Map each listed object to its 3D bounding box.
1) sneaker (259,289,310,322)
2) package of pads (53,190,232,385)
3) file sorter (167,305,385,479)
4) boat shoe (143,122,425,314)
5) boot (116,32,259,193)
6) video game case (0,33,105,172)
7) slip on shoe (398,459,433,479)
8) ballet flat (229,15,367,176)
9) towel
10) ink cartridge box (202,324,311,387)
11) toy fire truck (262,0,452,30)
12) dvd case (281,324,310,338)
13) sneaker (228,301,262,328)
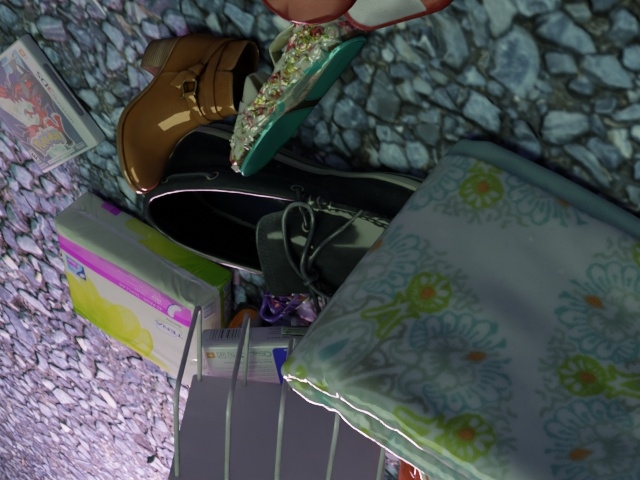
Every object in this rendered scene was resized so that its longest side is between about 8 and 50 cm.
[{"bbox_3d":[-0.038,0.065,1.359,0.068,0.071,0.170,39,145,7],"label":"sneaker"},{"bbox_3d":[-0.274,0.085,1.593,0.296,0.101,0.229,29,143,22],"label":"package of pads"},{"bbox_3d":[-0.044,0.210,1.317,0.277,0.193,0.173,7,128,0],"label":"file sorter"},{"bbox_3d":[0.000,0.000,1.182,0.500,0.156,0.187,21,138,27],"label":"boat shoe"},{"bbox_3d":[-0.152,-0.147,1.168,0.152,0.197,0.073,7,176,33],"label":"boot"},{"bbox_3d":[-0.426,-0.199,1.516,0.201,0.023,0.183,-14,116,51],"label":"video game case"},{"bbox_3d":[0.170,0.375,1.393,0.101,0.123,0.331,9,112,60],"label":"slip on shoe"},{"bbox_3d":[-0.036,-0.169,1.085,0.077,0.091,0.241,53,128,12],"label":"ballet flat"},{"bbox_3d":[0.203,0.094,0.928,0.374,0.320,0.090,30,149,19],"label":"towel"},{"bbox_3d":[-0.053,0.210,1.469,0.206,0.045,0.208,-3,128,9],"label":"ink cartridge box"},{"bbox_3d":[0.053,-0.322,0.800,0.253,0.169,0.302,-11,121,29],"label":"toy fire truck"},{"bbox_3d":[0.089,0.113,1.188,0.164,0.221,0.018,-1,84,46],"label":"dvd case"},{"bbox_3d":[-0.090,0.197,1.554,0.121,0.099,0.262,14,137,6],"label":"sneaker"}]
